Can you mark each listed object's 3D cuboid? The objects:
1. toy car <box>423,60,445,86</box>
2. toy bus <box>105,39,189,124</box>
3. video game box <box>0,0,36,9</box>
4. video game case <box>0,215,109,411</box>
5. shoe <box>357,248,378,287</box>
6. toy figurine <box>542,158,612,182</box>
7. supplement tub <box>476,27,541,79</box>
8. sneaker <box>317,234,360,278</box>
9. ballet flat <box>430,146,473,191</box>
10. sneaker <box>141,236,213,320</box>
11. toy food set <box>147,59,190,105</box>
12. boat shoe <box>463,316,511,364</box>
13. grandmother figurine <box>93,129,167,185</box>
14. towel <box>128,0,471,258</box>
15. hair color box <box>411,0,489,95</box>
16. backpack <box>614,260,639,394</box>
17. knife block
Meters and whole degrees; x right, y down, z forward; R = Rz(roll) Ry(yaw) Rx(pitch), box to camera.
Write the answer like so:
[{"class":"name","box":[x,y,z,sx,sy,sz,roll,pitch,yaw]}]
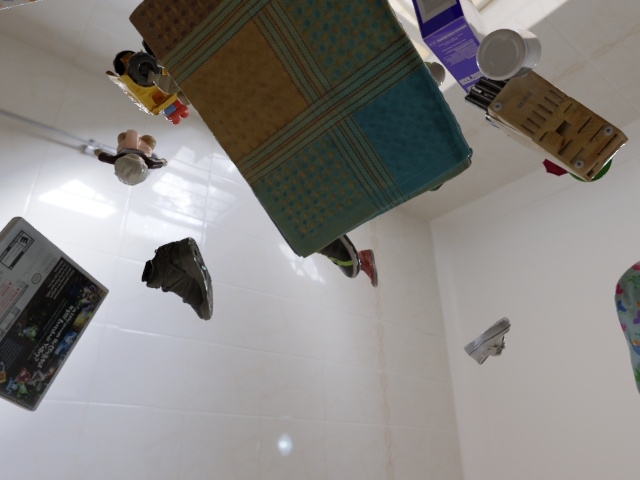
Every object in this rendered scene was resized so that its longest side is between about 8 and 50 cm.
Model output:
[{"class":"toy car","box":[0.270,-0.438,1.363,0.159,0.136,0.182,27,-114,39]},{"class":"toy bus","box":[-0.407,-0.426,1.236,0.220,0.211,0.149,-47,-139,-15]},{"class":"video game box","box":[-0.790,-0.701,1.185,0.205,0.187,0.048,1,-133,21]},{"class":"video game case","box":[-0.383,0.095,0.605,0.022,0.173,0.190,-2,-130,26]},{"class":"shoe","box":[0.190,0.117,1.955,0.063,0.081,0.178,88,-4,-60]},{"class":"toy figurine","box":[0.636,-0.228,1.226,0.130,0.173,0.159,-43,-174,-3]},{"class":"supplement tub","box":[0.283,-0.278,0.700,0.071,0.107,0.071,15,-63,31]},{"class":"sneaker","box":[0.000,0.000,1.009,0.097,0.235,0.084,-37,-155,-16]},{"class":"ballet flat","box":[0.413,-0.236,1.527,0.188,0.070,0.070,-41,-139,12]},{"class":"sneaker","box":[-0.321,0.097,1.071,0.087,0.130,0.228,-99,178,-50]},{"class":"toy food set","box":[-0.240,-0.278,0.802,0.019,0.122,0.078,16,-94,31]},{"class":"boat shoe","box":[0.483,0.285,1.312,0.076,0.083,0.226,52,-21,20]},{"class":"grandmother figurine","box":[-0.572,-0.254,1.421,0.342,0.207,0.104,-129,-142,-58]},{"class":"towel","box":[-0.021,-0.181,0.562,0.271,0.370,0.040,-28,-163,23]},{"class":"hair color box","box":[0.342,-0.521,1.171,0.110,0.338,0.185,-21,-109,32]},{"class":"backpack","box":[0.629,0.142,0.781,0.191,0.225,0.254,146,-76,-73]},{"class":"knife block","box":[0.393,-0.222,0.865,0.275,0.242,0.088,42,-72,14]}]
